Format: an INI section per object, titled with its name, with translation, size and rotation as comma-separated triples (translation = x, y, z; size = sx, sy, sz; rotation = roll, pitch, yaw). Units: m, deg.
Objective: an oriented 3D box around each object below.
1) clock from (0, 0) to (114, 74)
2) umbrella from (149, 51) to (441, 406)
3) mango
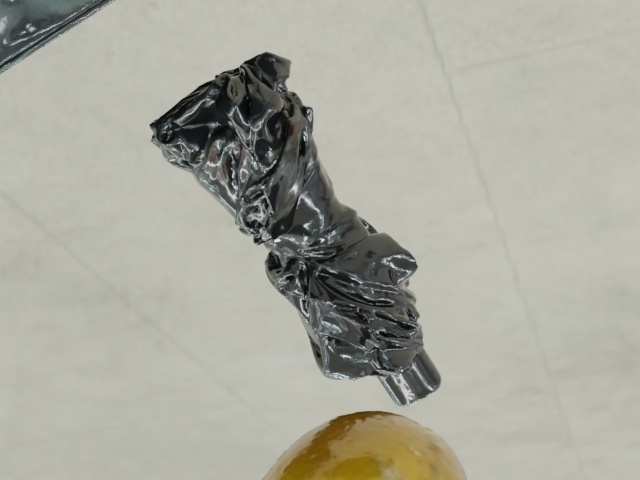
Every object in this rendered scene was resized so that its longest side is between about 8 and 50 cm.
[clock]
translation = -0.252, -0.132, 0.953
size = 0.386, 0.076, 0.386
rotation = -32, -168, 8
[umbrella]
translation = -0.001, -0.001, 0.982
size = 0.110, 0.272, 0.122
rotation = -38, -164, -6
[mango]
translation = 0.001, 0.181, 0.783
size = 0.119, 0.176, 0.317
rotation = 35, 156, 0
